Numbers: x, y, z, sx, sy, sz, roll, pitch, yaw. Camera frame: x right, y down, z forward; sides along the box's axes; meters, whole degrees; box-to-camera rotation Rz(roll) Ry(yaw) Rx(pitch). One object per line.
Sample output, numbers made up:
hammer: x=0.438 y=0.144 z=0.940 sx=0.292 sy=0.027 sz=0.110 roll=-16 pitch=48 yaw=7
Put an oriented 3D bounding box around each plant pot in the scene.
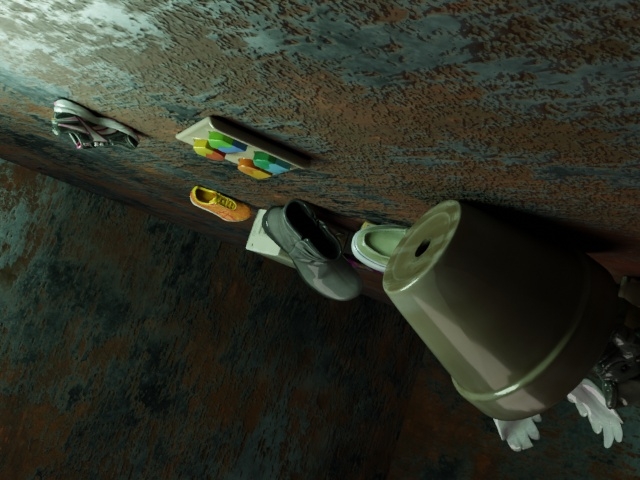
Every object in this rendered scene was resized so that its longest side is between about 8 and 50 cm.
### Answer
plant pot: x=0.268 y=0.087 z=1.166 sx=0.280 sy=0.323 sz=0.323 roll=37 pitch=169 yaw=-13

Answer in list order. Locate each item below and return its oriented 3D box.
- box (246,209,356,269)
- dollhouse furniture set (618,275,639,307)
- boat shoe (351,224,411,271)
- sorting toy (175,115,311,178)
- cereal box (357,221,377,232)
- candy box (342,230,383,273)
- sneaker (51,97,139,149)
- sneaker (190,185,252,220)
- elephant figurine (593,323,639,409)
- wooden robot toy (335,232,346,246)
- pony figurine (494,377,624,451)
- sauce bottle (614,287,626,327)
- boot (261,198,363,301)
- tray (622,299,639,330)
box: x=-0.042 y=0.023 z=2.003 sx=0.148 sy=0.121 sz=0.311 roll=10 pitch=170 yaw=45
dollhouse furniture set: x=0.614 y=0.162 z=1.223 sx=0.303 sy=0.174 sz=0.355 roll=21 pitch=172 yaw=-22
boat shoe: x=0.217 y=0.016 z=1.473 sx=0.302 sy=0.109 sz=0.094 roll=9 pitch=157 yaw=3
sorting toy: x=-0.140 y=-0.153 z=1.223 sx=0.193 sy=0.038 sz=0.208 roll=21 pitch=173 yaw=-26
cereal box: x=0.204 y=0.020 z=1.661 sx=0.240 sy=0.047 sz=0.173 roll=18 pitch=173 yaw=0
candy box: x=0.188 y=0.052 z=1.855 sx=0.233 sy=0.071 sz=0.159 roll=17 pitch=171 yaw=16
sneaker: x=-0.453 y=-0.212 z=1.395 sx=0.178 sy=0.077 sz=0.072 roll=22 pitch=173 yaw=-33
sneaker: x=-0.270 y=-0.097 z=1.907 sx=0.175 sy=0.064 sz=0.067 roll=17 pitch=164 yaw=-13
elephant figurine: x=0.581 y=0.239 z=1.362 sx=0.239 sy=0.186 sz=0.169 roll=6 pitch=-174 yaw=-28
wooden robot toy: x=0.000 y=0.000 z=1.868 sx=0.173 sy=0.079 sz=0.076 roll=-17 pitch=-157 yaw=-29
pony figurine: x=0.534 y=0.315 z=1.701 sx=0.302 sy=0.363 sz=0.351 roll=-24 pitch=110 yaw=34
sauce bottle: x=0.503 y=0.132 z=1.542 sx=0.111 sy=0.111 sz=0.344 roll=21 pitch=174 yaw=-23
boot: x=0.003 y=0.040 z=1.714 sx=0.338 sy=0.118 sz=0.222 roll=40 pitch=167 yaw=-17
tray: x=0.768 y=0.211 z=1.641 sx=0.202 sy=0.076 sz=0.411 roll=16 pitch=172 yaw=15
